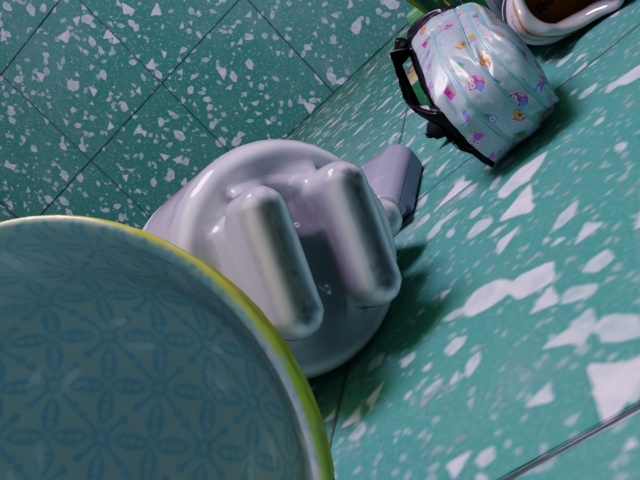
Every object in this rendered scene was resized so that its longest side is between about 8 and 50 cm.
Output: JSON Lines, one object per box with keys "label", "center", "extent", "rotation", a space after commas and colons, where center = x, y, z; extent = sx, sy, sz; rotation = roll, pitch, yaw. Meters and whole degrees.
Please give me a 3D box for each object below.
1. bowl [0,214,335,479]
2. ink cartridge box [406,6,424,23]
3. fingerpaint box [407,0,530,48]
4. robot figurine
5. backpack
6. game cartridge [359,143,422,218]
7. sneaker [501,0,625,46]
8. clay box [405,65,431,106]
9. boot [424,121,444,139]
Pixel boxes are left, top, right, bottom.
{"label": "bowl", "center": [-0.120, 0.138, 0.423], "extent": [0.289, 0.289, 0.156], "rotation": [-44, -12, 4]}
{"label": "ink cartridge box", "center": [0.316, -0.478, 1.311], "extent": [0.211, 0.121, 0.289], "rotation": [-49, 13, -14]}
{"label": "fingerpaint box", "center": [0.295, -0.512, 1.034], "extent": [0.445, 0.163, 0.371], "rotation": [-43, 44, 8]}
{"label": "robot figurine", "center": [-0.063, 0.027, 0.682], "extent": [0.299, 0.200, 0.353], "rotation": [-16, -1, -26]}
{"label": "backpack", "center": [0.157, -0.160, 0.727], "extent": [0.115, 0.152, 0.182], "rotation": [-49, 21, 26]}
{"label": "game cartridge", "center": [0.000, 0.000, 0.928], "extent": [0.297, 0.062, 0.198], "rotation": [-39, 17, 26]}
{"label": "sneaker", "center": [0.335, -0.347, 0.808], "extent": [0.321, 0.126, 0.127], "rotation": [-52, 4, 22]}
{"label": "clay box", "center": [0.205, -0.300, 1.253], "extent": [0.127, 0.053, 0.222], "rotation": [-41, 11, 18]}
{"label": "boot", "center": [0.165, -0.149, 0.892], "extent": [0.121, 0.045, 0.099], "rotation": [-43, 12, -31]}
